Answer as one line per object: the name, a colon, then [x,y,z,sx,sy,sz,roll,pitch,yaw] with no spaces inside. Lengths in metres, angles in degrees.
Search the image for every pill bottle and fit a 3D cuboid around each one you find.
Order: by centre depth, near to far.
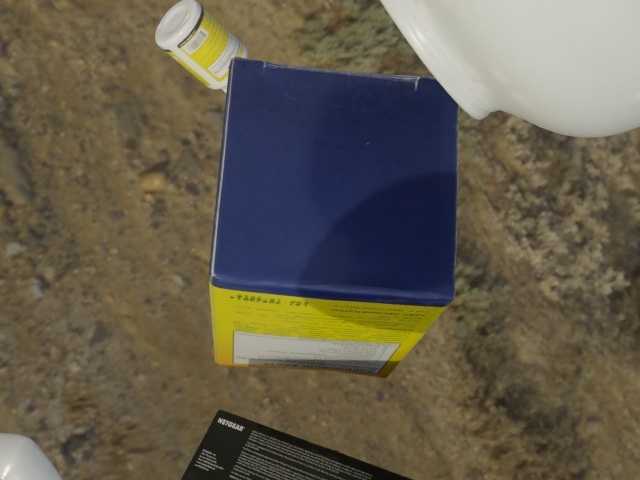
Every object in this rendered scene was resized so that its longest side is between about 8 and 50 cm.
pill bottle: [-0.122,-0.210,1.103,0.116,0.065,0.065,39,41,-38]

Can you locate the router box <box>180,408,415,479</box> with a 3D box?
router box: [0.059,0.275,0.902,0.243,0.308,0.081,50,61,-45]

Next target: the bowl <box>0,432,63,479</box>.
bowl: [-0.400,0.307,1.245,0.053,0.142,0.142,-65,143,-48]

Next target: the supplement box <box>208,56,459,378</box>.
supplement box: [0.000,0.000,0.942,0.194,0.356,0.195,5,72,-4]

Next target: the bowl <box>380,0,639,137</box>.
bowl: [0.115,-0.171,0.625,0.298,0.134,0.298,47,20,-22]
